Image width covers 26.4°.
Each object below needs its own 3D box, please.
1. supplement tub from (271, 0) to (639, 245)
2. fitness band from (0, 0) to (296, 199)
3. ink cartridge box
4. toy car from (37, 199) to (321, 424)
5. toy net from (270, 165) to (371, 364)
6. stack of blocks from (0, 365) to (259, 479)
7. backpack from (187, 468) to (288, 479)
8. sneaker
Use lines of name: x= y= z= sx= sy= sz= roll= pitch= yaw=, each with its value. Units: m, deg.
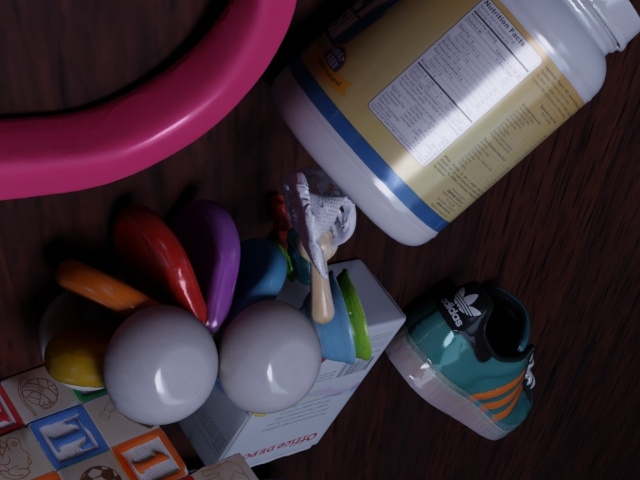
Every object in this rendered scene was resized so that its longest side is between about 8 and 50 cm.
supplement tub: x=0.085 y=-0.110 z=0.853 sx=0.199 sy=0.144 sz=0.144 roll=-42 pitch=154 yaw=9
fitness band: x=-0.141 y=-0.106 z=0.691 sx=0.291 sy=0.054 sz=0.209 roll=-7 pitch=144 yaw=-44
ink cartridge box: x=-0.029 y=0.107 z=1.146 sx=0.127 sy=0.072 sz=0.175 roll=-10 pitch=143 yaw=-44
toy car: x=-0.093 y=0.040 z=0.903 sx=0.182 sy=0.159 sz=0.136 roll=-1 pitch=97 yaw=-36
toy net: x=0.000 y=0.000 z=0.936 sx=0.045 sy=0.122 sz=0.232 roll=-14 pitch=154 yaw=-8
stack of blocks: x=-0.123 y=0.217 z=0.951 sx=0.171 sy=0.297 sz=0.087 roll=-19 pitch=146 yaw=-34
backpack: x=-0.101 y=0.335 z=1.318 sx=0.225 sy=0.191 sz=0.253 roll=-45 pitch=158 yaw=14
sneaker: x=0.174 y=0.119 z=1.381 sx=0.121 sy=0.108 sz=0.302 roll=-38 pitch=153 yaw=12
